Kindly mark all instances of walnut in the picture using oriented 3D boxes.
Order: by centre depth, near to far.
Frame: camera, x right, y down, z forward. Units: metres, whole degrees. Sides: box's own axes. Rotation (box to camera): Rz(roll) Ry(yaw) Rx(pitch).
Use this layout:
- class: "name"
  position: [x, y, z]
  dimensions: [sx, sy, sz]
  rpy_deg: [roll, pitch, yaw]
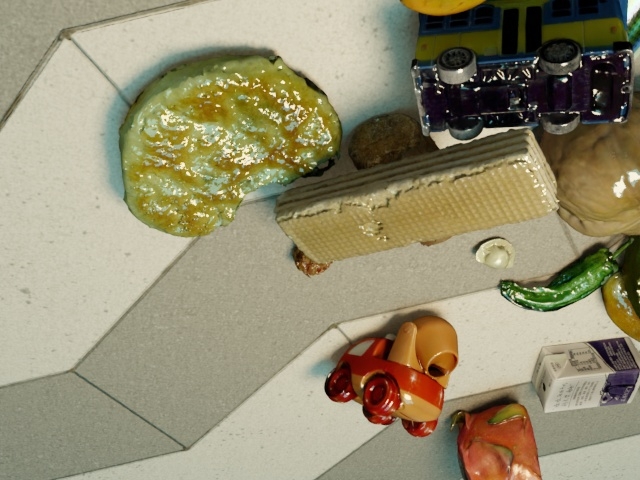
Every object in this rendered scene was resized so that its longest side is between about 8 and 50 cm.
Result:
- class: "walnut"
  position: [0.481, -0.119, 1.258]
  dimensions: [0.248, 0.248, 0.248]
  rpy_deg: [-6, 134, -6]

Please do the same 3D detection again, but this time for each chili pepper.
- class: "chili pepper"
  position: [0.508, 0.072, 1.556]
  dimensions: [0.278, 0.065, 0.122]
  rpy_deg: [-29, 136, 21]

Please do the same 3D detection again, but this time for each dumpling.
- class: "dumpling"
  position: [0.341, 0.026, 1.500]
  dimensions: [0.076, 0.057, 0.052]
  rpy_deg: [13, 173, 11]

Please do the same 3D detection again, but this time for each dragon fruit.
- class: "dragon fruit"
  position: [0.419, 0.537, 1.842]
  dimensions: [0.189, 0.291, 0.291]
  rpy_deg: [-10, 135, 7]

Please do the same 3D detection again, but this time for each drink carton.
- class: "drink carton"
  position: [0.617, 0.313, 1.786]
  dimensions: [0.222, 0.102, 0.134]
  rpy_deg: [-6, 136, -7]

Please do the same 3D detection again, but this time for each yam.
- class: "yam"
  position: [0.157, -0.101, 1.280]
  dimensions: [0.128, 0.129, 0.238]
  rpy_deg: [-12, 138, 35]

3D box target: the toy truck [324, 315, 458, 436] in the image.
- class: "toy truck"
  position: [0.163, 0.266, 1.612]
  dimensions: [0.189, 0.239, 0.264]
  rpy_deg: [35, 159, -36]

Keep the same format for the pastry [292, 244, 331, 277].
- class: "pastry"
  position: [0.003, 0.000, 1.384]
  dimensions: [0.087, 0.063, 0.169]
  rpy_deg: [7, 132, -15]

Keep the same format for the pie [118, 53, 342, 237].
- class: "pie"
  position: [-0.156, -0.146, 1.204]
  dimensions: [0.371, 0.078, 0.296]
  rpy_deg: [-25, 134, 10]

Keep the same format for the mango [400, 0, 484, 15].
- class: "mango"
  position: [0.208, -0.396, 1.016]
  dimensions: [0.253, 0.113, 0.138]
  rpy_deg: [-41, 121, 16]

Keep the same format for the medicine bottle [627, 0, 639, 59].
- class: "medicine bottle"
  position: [0.424, -0.307, 1.163]
  dimensions: [0.121, 0.083, 0.229]
  rpy_deg: [20, 126, -18]

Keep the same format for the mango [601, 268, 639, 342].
- class: "mango"
  position: [0.730, 0.142, 1.619]
  dimensions: [0.316, 0.146, 0.193]
  rpy_deg: [15, 117, -12]

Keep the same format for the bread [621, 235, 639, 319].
- class: "bread"
  position: [0.762, 0.108, 1.481]
  dimensions: [0.366, 0.129, 0.382]
  rpy_deg: [16, 95, 2]

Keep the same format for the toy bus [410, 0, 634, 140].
- class: "toy bus"
  position: [0.279, -0.249, 1.076]
  dimensions: [0.287, 0.175, 0.138]
  rpy_deg: [-1, 141, 17]

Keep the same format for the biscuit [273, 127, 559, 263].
- class: "biscuit"
  position: [0.130, -0.059, 1.165]
  dimensions: [0.425, 0.079, 0.144]
  rpy_deg: [-14, 137, 31]
